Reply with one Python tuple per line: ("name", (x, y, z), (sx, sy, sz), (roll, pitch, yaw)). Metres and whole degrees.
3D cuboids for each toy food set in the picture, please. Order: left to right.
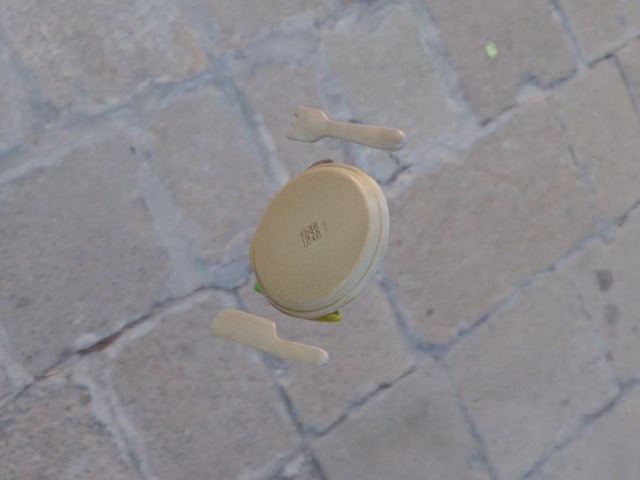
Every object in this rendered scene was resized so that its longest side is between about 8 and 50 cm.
("toy food set", (0.000, 0.000, 0.915), (0.038, 0.132, 0.192), (29, 80, -50))
